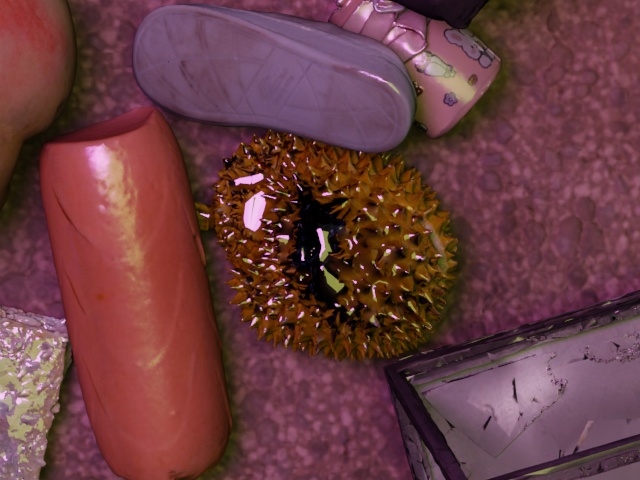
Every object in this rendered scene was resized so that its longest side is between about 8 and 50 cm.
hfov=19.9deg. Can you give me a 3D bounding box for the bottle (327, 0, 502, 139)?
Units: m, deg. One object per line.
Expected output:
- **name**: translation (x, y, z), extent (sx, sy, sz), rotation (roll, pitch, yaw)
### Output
- **bottle**: translation (0.067, -0.162, 1.495), extent (0.152, 0.099, 0.099), rotation (42, 88, -6)

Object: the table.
- **table**: translation (0.259, 0.193, 1.426), extent (0.335, 0.272, 0.222), rotation (-16, 111, -5)

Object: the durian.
- **durian**: translation (0.000, 0.000, 1.476), extent (0.237, 0.138, 0.193), rotation (8, 92, -6)

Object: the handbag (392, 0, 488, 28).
- **handbag**: translation (0.110, -0.315, 1.433), extent (0.275, 0.244, 0.088), rotation (-52, 134, 1)

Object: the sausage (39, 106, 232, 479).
- **sausage**: translation (-0.145, 0.051, 1.459), extent (0.121, 0.121, 0.304), rotation (-12, 102, -6)

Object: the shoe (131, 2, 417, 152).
- **shoe**: translation (-0.029, -0.138, 1.477), extent (0.251, 0.100, 0.103), rotation (16, 117, 21)

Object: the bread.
- **bread**: translation (-0.271, 0.122, 1.489), extent (0.172, 0.064, 0.232), rotation (-29, 98, -2)

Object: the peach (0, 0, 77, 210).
- **peach**: translation (-0.337, -0.133, 1.369), extent (0.292, 0.247, 0.292), rotation (-7, 120, -12)
